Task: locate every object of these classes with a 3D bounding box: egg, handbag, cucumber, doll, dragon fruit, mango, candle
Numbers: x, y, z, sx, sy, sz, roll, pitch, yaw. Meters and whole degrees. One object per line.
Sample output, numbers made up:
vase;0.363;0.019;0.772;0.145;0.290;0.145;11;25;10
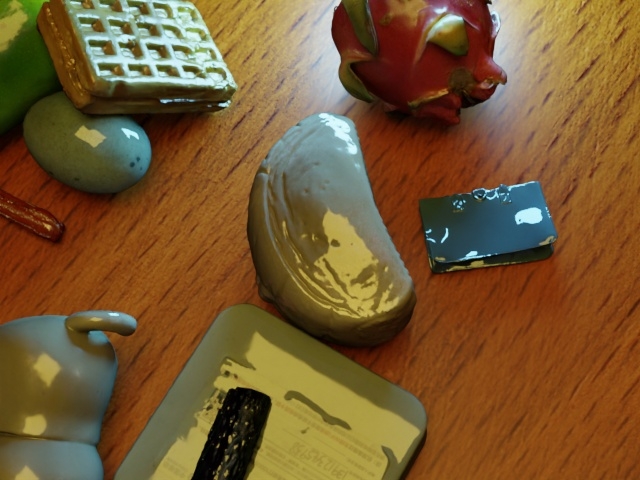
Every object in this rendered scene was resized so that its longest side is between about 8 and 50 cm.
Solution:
egg;-0.410;-0.173;1.963;0.236;0.169;0.169;28;72;7
handbag;0.287;-0.025;1.937;0.221;0.057;0.144;-10;61;0
cucumber;-0.144;0.322;1.695;0.078;0.062;0.211;16;72;11
doll;-0.434;0.285;1.762;0.226;0.215;0.370;-3;71;46
dragon fruit;0.184;-0.329;1.930;0.305;0.305;0.226;-19;64;-5
mango;-0.564;-0.311;2.005;0.201;0.225;0.382;29;82;31
candle;-0.600;-0.084;2.005;0.329;0.048;0.051;26;85;11

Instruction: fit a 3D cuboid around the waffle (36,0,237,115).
waffle;-0.315;-0.328;1.958;0.328;0.098;0.224;-7;66;-45

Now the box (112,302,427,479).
box;-0.078;0.347;1.774;0.396;0.111;0.396;29;73;14

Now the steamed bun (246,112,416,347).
steamed bun;-0.005;-0.002;1.834;0.236;0.247;0.383;-18;69;-7
